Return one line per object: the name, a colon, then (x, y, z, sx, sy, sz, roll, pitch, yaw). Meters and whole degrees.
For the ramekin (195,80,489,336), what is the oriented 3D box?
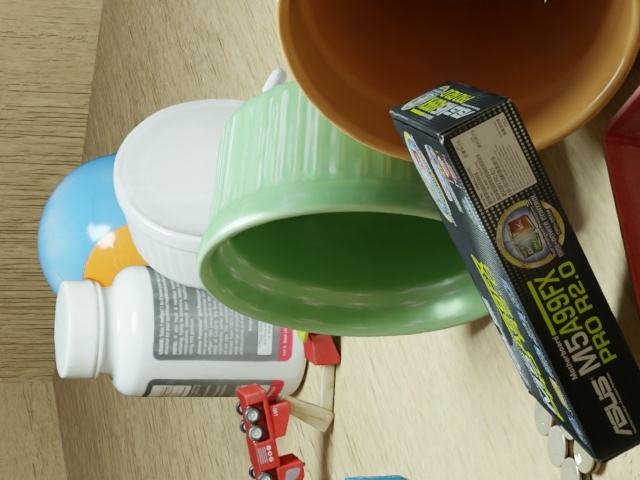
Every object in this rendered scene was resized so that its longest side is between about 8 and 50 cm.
ramekin: (0.039, -0.031, 1.538, 0.303, 0.303, 0.148, 125, 149, -61)

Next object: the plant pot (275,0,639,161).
plant pot: (0.115, -0.235, 1.364, 0.203, 0.291, 0.291, -84, 8, -50)

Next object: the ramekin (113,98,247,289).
ramekin: (-0.135, -0.052, 2.161, 0.127, 0.273, 0.273, 93, 166, -45)

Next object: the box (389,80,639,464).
box: (0.151, 0.016, 1.243, 0.270, 0.060, 0.216, 63, 177, -12)

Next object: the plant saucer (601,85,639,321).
plant saucer: (0.289, -0.024, 1.131, 0.259, 0.048, 0.258, 123, 144, -59)

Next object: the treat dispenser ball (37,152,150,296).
treat dispenser ball: (-0.310, 0.001, 2.653, 0.288, 0.288, 0.288, -179, 90, -73)

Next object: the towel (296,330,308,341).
towel: (0.000, 0.000, 2.015, 0.102, 0.021, 0.237, -104, 28, -60)

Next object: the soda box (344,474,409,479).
soda box: (0.088, 0.300, 1.730, 0.210, 0.067, 0.071, -173, 83, -73)

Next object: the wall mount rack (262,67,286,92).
wall mount rack: (0.085, -0.236, 1.685, 0.304, 0.130, 0.350, -52, 15, -10)

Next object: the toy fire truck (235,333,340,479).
toy fire truck: (-0.034, 0.216, 2.064, 0.047, 0.135, 0.192, -157, 54, -70)

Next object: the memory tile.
memory tile: (0.222, 0.139, 1.399, 0.113, 0.012, 0.148, -108, 26, -46)

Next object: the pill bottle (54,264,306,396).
pill bottle: (-0.189, 0.122, 2.205, 0.176, 0.319, 0.176, -178, 90, -72)
